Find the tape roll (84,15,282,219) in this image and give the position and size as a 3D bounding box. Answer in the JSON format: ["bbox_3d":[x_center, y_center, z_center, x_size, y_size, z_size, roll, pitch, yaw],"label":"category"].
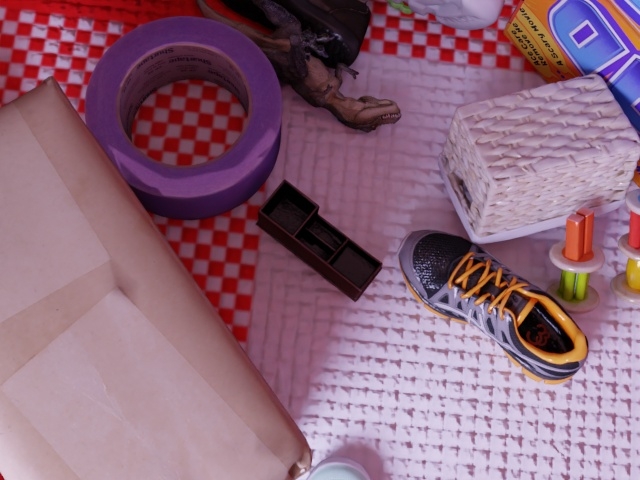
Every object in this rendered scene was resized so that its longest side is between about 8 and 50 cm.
[{"bbox_3d":[-0.132,-0.120,0.821,0.189,0.080,0.189,1,77,-3],"label":"tape roll"}]

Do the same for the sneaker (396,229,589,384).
[{"bbox_3d":[0.171,0.056,0.799,0.215,0.083,0.084,34,78,6],"label":"sneaker"}]

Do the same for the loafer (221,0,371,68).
[{"bbox_3d":[-0.039,-0.269,0.873,0.220,0.080,0.078,38,64,-1],"label":"loafer"}]

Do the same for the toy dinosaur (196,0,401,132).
[{"bbox_3d":[-0.035,-0.198,0.826,0.268,0.118,0.064,37,71,5],"label":"toy dinosaur"}]

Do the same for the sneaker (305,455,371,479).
[{"bbox_3d":[0.008,0.312,0.689,0.094,0.151,0.256,10,75,0],"label":"sneaker"}]

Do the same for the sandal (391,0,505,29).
[{"bbox_3d":[0.009,-0.349,0.823,0.416,0.169,0.102,29,90,-11],"label":"sandal"}]

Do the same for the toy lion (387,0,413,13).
[{"bbox_3d":[0.116,-0.294,0.908,0.100,0.034,0.096,16,83,0],"label":"toy lion"}]

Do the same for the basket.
[{"bbox_3d":[0.214,-0.083,0.810,0.167,0.103,0.113,-14,58,-7],"label":"basket"}]

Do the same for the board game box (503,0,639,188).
[{"bbox_3d":[0.457,-0.237,0.748,0.356,0.356,0.356,-37,81,-12],"label":"board game box"}]

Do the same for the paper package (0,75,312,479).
[{"bbox_3d":[-0.171,0.089,0.648,0.168,0.309,0.325,-35,82,-14],"label":"paper package"}]

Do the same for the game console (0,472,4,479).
[{"bbox_3d":[-0.316,0.264,0.715,0.085,0.124,0.144,-14,77,-35],"label":"game console"}]

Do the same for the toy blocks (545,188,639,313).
[{"bbox_3d":[0.283,-0.007,0.792,0.123,0.054,0.148,-7,122,-6],"label":"toy blocks"}]

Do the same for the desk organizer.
[{"bbox_3d":[0.000,0.000,0.815,0.130,0.050,0.047,38,77,5],"label":"desk organizer"}]
